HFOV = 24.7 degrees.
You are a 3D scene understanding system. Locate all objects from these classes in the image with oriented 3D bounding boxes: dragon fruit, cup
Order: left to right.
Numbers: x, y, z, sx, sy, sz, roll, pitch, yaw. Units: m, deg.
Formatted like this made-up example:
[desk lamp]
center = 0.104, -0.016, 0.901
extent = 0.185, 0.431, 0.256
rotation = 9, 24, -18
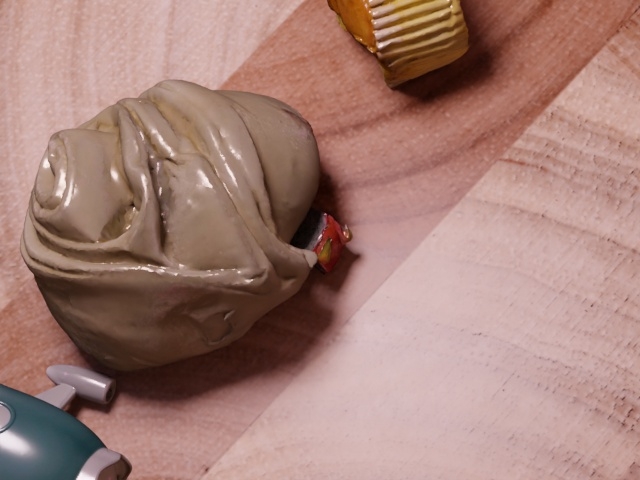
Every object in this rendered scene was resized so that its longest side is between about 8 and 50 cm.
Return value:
[cup]
center = -0.297, 0.248, 1.530
extent = 0.173, 0.168, 0.300
rotation = 18, 47, 13
[dragon fruit]
center = 0.000, 0.000, 1.611
extent = 0.056, 0.060, 0.083
rotation = -54, 36, -9

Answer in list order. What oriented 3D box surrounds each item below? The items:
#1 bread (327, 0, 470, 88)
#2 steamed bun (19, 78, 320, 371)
[bread]
center = 0.071, -0.303, 1.665
extent = 0.133, 0.179, 0.250
rotation = -19, 72, -3
[steamed bun]
center = -0.177, -0.036, 1.567
extent = 0.324, 0.219, 0.310
rotation = -14, 59, 25
